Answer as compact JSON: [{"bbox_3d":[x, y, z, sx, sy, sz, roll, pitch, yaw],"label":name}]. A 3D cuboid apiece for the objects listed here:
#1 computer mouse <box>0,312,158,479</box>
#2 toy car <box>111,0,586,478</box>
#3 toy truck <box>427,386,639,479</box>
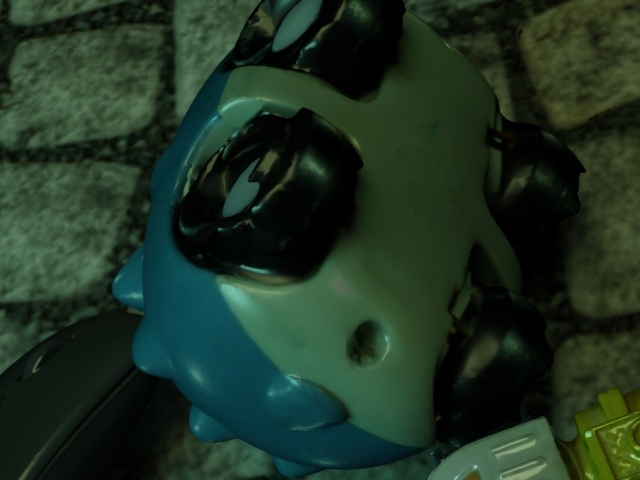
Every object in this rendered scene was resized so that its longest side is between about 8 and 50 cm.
[{"bbox_3d":[-0.164,0.125,0.968,0.120,0.057,0.232,0,51,56],"label":"computer mouse"},{"bbox_3d":[0.000,0.000,0.945,0.190,0.188,0.255,-31,31,39],"label":"toy car"},{"bbox_3d":[0.158,0.107,0.849,0.226,0.114,0.098,-22,51,4],"label":"toy truck"}]
